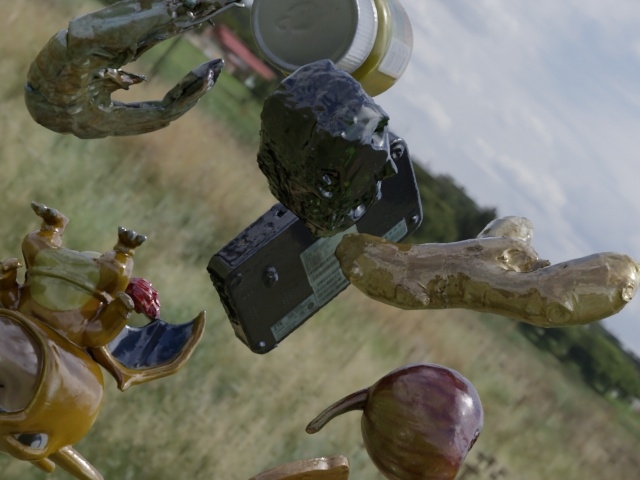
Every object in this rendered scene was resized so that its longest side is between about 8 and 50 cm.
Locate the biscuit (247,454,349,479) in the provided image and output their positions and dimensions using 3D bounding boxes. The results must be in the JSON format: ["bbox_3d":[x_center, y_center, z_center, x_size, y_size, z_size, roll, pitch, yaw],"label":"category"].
[{"bbox_3d":[-0.037,0.284,1.549,0.140,0.118,0.023,-3,50,-33],"label":"biscuit"}]

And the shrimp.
[{"bbox_3d":[-0.242,-0.242,1.879,0.247,0.360,0.085,38,31,-48],"label":"shrimp"}]

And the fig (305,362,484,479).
[{"bbox_3d":[0.111,0.236,1.842,0.207,0.175,0.175,24,-3,18],"label":"fig"}]

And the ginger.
[{"bbox_3d":[0.232,0.056,1.941,0.363,0.348,0.122,-138,-141,-57],"label":"ginger"}]

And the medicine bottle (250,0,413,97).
[{"bbox_3d":[0.021,-0.362,2.361,0.224,0.224,0.384,41,11,9],"label":"medicine bottle"}]

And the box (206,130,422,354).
[{"bbox_3d":[0.000,0.000,2.010,0.058,0.350,0.211,39,-21,35],"label":"box"}]

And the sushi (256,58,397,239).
[{"bbox_3d":[0.007,-0.094,1.540,0.127,0.124,0.225,45,-22,21],"label":"sushi"}]

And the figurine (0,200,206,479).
[{"bbox_3d":[-0.392,0.163,2.120,0.401,0.387,0.268,21,-16,-10],"label":"figurine"}]
